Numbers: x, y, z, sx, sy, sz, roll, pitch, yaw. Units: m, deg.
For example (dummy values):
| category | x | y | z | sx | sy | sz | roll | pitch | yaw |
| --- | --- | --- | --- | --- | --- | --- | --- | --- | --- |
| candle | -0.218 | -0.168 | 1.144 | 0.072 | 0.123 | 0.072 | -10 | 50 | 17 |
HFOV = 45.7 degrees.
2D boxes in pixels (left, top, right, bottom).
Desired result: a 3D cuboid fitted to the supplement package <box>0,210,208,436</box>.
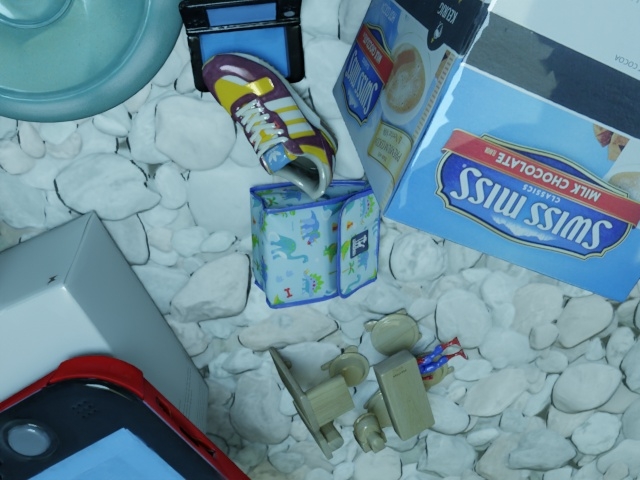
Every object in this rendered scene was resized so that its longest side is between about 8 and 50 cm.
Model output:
| category | x | y | z | sx | sy | sz | roll | pitch | yaw |
| --- | --- | --- | --- | --- | --- | --- | --- | --- | --- |
| supplement package | -0.274 | 0.150 | 0.875 | 0.177 | 0.175 | 0.293 | -22 | 118 | 7 |

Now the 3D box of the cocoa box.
| category | x | y | z | sx | sy | sz | roll | pitch | yaw |
| --- | --- | --- | --- | --- | --- | --- | --- | --- | --- |
| cocoa box | 0.170 | -0.147 | 0.687 | 0.231 | 0.347 | 0.228 | 19 | 113 | -15 |

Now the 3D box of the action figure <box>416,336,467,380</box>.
| category | x | y | z | sx | sy | sz | roll | pitch | yaw |
| --- | --- | --- | --- | --- | --- | --- | --- | --- | --- |
| action figure | 0.134 | 0.166 | 1.000 | 0.115 | 0.030 | 0.038 | -25 | 119 | 7 |

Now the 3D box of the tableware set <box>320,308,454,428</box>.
| category | x | y | z | sx | sy | sz | roll | pitch | yaw |
| --- | --- | --- | --- | --- | --- | --- | --- | --- | --- |
| tableware set | 0.095 | 0.176 | 1.025 | 0.141 | 0.020 | 0.168 | -38 | 114 | 10 |

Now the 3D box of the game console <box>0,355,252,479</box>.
| category | x | y | z | sx | sy | sz | roll | pitch | yaw |
| --- | --- | --- | --- | --- | --- | --- | --- | --- | --- |
| game console | -0.243 | 0.317 | 0.834 | 0.342 | 0.060 | 0.386 | -32 | 118 | 11 |

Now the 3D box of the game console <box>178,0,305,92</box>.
| category | x | y | z | sx | sy | sz | roll | pitch | yaw |
| --- | --- | --- | --- | --- | --- | --- | --- | --- | --- |
| game console | -0.077 | -0.204 | 0.785 | 0.122 | 0.107 | 0.071 | -7 | 89 | -4 |

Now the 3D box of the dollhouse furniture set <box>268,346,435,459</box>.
| category | x | y | z | sx | sy | sz | roll | pitch | yaw |
| --- | --- | --- | --- | --- | --- | --- | --- | --- | --- |
| dollhouse furniture set | 0.040 | 0.191 | 0.991 | 0.151 | 0.123 | 0.144 | -26 | 118 | -13 |

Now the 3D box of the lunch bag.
| category | x | y | z | sx | sy | sz | roll | pitch | yaw |
| --- | --- | --- | --- | --- | --- | --- | --- | --- | --- |
| lunch bag | 0.000 | 0.000 | 0.888 | 0.151 | 0.096 | 0.129 | -8 | 116 | -19 |

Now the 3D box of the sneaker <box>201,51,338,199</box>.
| category | x | y | z | sx | sy | sz | roll | pitch | yaw |
| --- | --- | --- | --- | --- | --- | --- | --- | --- | --- |
| sneaker | -0.051 | -0.121 | 0.804 | 0.185 | 0.084 | 0.069 | 36 | 130 | -27 |

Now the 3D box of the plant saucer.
| category | x | y | z | sx | sy | sz | roll | pitch | yaw |
| --- | --- | --- | --- | --- | --- | --- | --- | --- | --- |
| plant saucer | -0.290 | -0.262 | 0.742 | 0.318 | 0.043 | 0.317 | -3 | 116 | -6 |
